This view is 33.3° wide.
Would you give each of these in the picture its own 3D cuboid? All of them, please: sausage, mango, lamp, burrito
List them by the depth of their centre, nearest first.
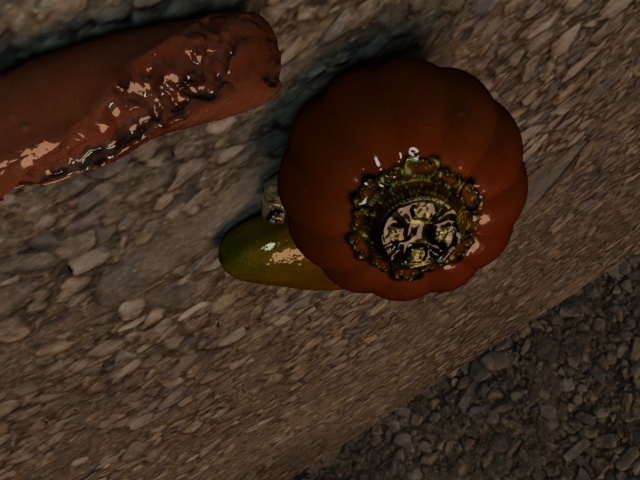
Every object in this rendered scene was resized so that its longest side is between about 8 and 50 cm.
[{"bbox_3d":[-0.161,-0.079,0.686,0.326,0.079,0.087,-25,144,-26],"label":"sausage"},{"bbox_3d":[0.072,-0.051,0.943,0.223,0.223,0.196,-40,-156,16],"label":"lamp"},{"bbox_3d":[0.016,-0.071,1.054,0.171,0.042,0.051,-25,153,-19],"label":"burrito"},{"bbox_3d":[0.000,0.000,1.123,0.227,0.099,0.136,-7,155,-38],"label":"mango"}]
